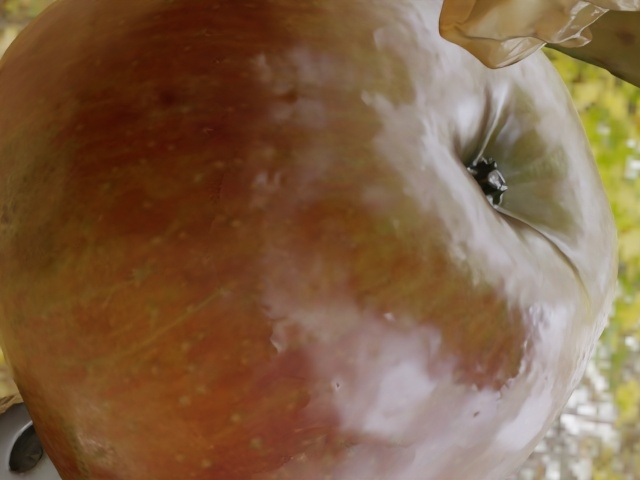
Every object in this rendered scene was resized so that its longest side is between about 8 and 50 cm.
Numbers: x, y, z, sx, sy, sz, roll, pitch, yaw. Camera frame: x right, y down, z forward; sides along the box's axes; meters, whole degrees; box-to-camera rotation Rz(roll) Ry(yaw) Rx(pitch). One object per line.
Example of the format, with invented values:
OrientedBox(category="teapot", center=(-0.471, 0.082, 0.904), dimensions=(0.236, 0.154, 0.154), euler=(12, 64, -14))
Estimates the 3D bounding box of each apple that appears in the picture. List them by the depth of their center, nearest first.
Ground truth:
OrientedBox(category="apple", center=(0.000, 0.000, 0.724), dimensions=(0.309, 0.250, 0.277), euler=(-80, 154, -71))

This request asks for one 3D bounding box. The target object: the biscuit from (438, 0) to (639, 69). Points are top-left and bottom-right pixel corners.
OrientedBox(category="biscuit", center=(0.136, -0.154, 0.358), dimensions=(0.309, 0.040, 0.204), euler=(-20, -131, 62))

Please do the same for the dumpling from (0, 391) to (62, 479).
OrientedBox(category="dumpling", center=(-0.237, 0.206, 0.748), dimensions=(0.181, 0.260, 0.341), euler=(35, 49, -47))

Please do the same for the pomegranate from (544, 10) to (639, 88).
OrientedBox(category="pomegranate", center=(0.171, -0.030, 0.470), dimensions=(0.211, 0.263, 0.211), euler=(-37, 149, -27))
